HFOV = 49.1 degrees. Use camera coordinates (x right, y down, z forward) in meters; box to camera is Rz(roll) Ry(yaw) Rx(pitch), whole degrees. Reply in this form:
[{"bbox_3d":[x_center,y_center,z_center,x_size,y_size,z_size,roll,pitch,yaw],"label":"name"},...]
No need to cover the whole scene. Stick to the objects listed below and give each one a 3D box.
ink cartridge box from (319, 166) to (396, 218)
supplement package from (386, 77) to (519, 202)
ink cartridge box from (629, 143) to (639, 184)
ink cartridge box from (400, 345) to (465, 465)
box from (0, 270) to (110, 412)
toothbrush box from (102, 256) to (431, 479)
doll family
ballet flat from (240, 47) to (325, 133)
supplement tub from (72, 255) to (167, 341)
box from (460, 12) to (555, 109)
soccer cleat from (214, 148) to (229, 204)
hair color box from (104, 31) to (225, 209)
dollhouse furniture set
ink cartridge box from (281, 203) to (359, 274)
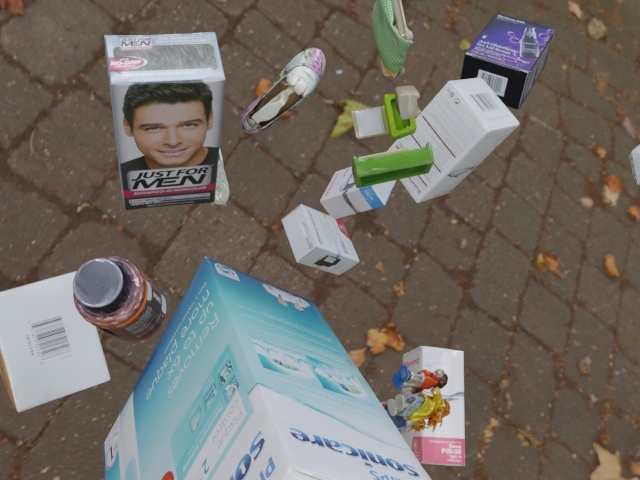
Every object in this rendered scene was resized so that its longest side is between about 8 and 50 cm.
[{"bbox_3d":[0.111,-0.149,1.999,0.082,0.190,0.140,52,45,-28],"label":"ink cartridge box"},{"bbox_3d":[0.208,-0.161,1.132,0.105,0.179,0.105,-20,69,-46],"label":"supplement package"},{"bbox_3d":[0.715,-0.179,1.090,0.324,0.330,0.072,-32,114,-33],"label":"ink cartridge box"},{"bbox_3d":[0.286,0.429,1.804,0.117,0.207,0.283,6,73,-7],"label":"ink cartridge box"},{"bbox_3d":[-0.558,0.192,1.393,0.168,0.345,0.215,-17,92,-27],"label":"box"},{"bbox_3d":[-0.062,0.178,0.535,0.126,0.295,0.216,25,103,-27],"label":"toothbrush box"},{"bbox_3d":[0.181,0.369,1.501,0.163,0.263,0.119,15,49,-37],"label":"doll family"},{"bbox_3d":[-0.070,-0.287,1.384,0.077,0.221,0.079,45,9,-21],"label":"ballet flat"},{"bbox_3d":[-0.298,0.086,1.038,0.105,0.198,0.106,0,73,1],"label":"supplement tub"},{"bbox_3d":[0.434,-0.421,1.631,0.153,0.108,0.207,22,52,18],"label":"box"},{"bbox_3d":[-0.271,-0.175,1.761,0.068,0.076,0.196,-20,116,-19],"label":"soccer cleat"},{"bbox_3d":[-0.286,-0.207,1.297,0.185,0.374,0.114,-7,61,-15],"label":"hair color box"},{"bbox_3d":[0.041,-0.120,0.532,0.058,0.076,0.152,-10,82,0],"label":"dollhouse furniture set"},{"bbox_3d":[0.000,0.000,1.692,0.175,0.072,0.128,20,42,-51],"label":"ink cartridge box"}]
